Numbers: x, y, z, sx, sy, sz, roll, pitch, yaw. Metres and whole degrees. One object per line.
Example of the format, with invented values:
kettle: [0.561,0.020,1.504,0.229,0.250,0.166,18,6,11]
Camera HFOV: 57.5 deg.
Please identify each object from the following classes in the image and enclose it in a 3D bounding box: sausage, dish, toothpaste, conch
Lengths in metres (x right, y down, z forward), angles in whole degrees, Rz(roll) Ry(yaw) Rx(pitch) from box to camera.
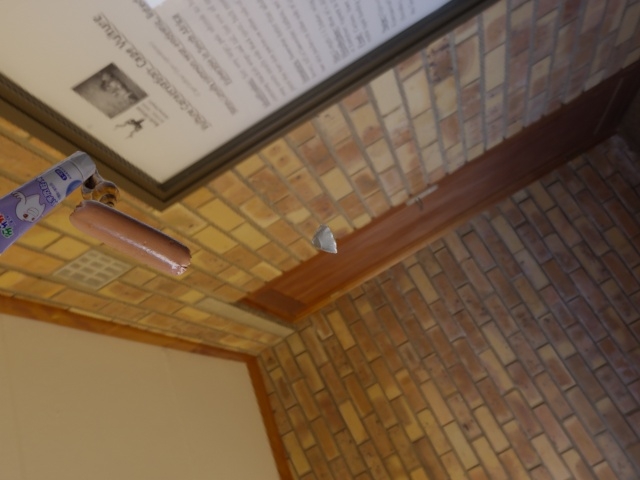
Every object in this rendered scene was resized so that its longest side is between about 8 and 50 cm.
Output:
sausage: [-0.436,-0.007,1.359,0.289,0.086,0.086,27,-167,-10]
dish: [0.000,0.000,1.775,0.137,0.039,0.091,4,115,67]
toothpaste: [-0.753,-0.108,1.541,0.371,0.080,0.125,-51,-46,-38]
conch: [-0.739,-0.167,1.960,0.330,0.109,0.093,43,168,52]
